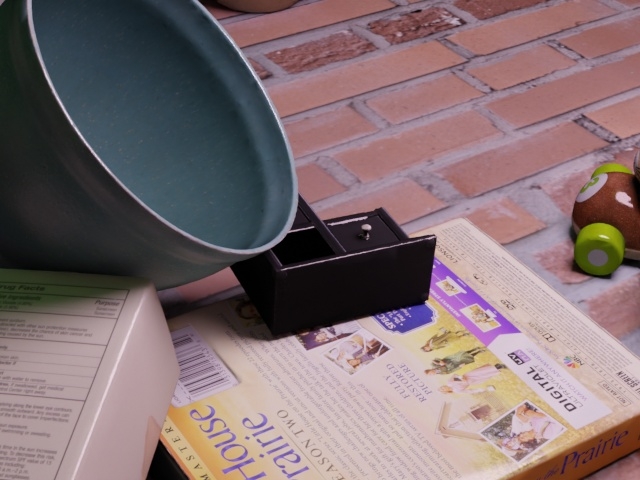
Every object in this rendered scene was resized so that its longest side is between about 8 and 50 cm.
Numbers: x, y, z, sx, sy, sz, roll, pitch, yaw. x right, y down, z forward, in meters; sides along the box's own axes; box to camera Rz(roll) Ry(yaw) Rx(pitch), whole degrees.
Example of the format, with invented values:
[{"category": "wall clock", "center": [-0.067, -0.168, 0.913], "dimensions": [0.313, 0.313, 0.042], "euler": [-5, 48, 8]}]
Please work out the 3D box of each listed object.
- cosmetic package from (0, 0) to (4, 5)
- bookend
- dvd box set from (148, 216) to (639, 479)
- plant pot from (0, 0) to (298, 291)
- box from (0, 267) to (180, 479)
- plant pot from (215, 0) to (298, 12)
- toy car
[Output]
[{"category": "cosmetic package", "center": [-0.423, -0.283, 1.554], "dimensions": [0.238, 0.107, 0.127], "euler": [32, 44, 29]}, {"category": "bookend", "center": [0.000, 0.000, 1.126], "dimensions": [0.157, 0.072, 0.156], "euler": [-11, 37, -21]}, {"category": "dvd box set", "center": [0.054, 0.133, 1.062], "dimensions": [0.420, 0.062, 0.307], "euler": [-19, 42, -29]}, {"category": "plant pot", "center": [-0.189, -0.072, 1.019], "dimensions": [0.196, 0.293, 0.293], "euler": [-32, 25, 27]}, {"category": "box", "center": [-0.214, 0.172, 0.870], "dimensions": [0.148, 0.121, 0.311], "euler": [3, 46, 14]}, {"category": "plant pot", "center": [-0.090, -0.434, 1.716], "dimensions": [0.284, 0.191, 0.284], "euler": [3, 35, -2]}, {"category": "toy car", "center": [0.348, -0.072, 1.265], "dimensions": [0.149, 0.188, 0.155], "euler": [13, 37, 12]}]
